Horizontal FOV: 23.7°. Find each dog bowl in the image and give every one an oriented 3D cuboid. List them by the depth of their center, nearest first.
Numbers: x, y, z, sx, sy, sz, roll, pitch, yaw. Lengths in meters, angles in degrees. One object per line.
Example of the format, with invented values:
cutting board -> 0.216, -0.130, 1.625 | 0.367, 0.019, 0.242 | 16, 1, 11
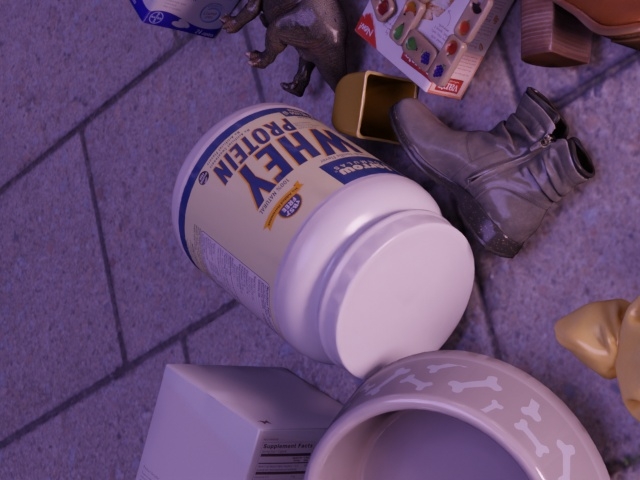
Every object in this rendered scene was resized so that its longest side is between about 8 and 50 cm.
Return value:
dog bowl -> 0.133, 0.297, 1.617 | 0.348, 0.102, 0.349 | 7, 104, 28

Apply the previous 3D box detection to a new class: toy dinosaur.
toy dinosaur -> -0.029, -0.285, 1.935 | 0.160, 0.121, 0.314 | -47, 51, 40

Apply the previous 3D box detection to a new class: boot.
boot -> 0.326, -0.301, 1.588 | 0.283, 0.109, 0.220 | -1, 81, 54
boot -> 0.196, -0.113, 1.717 | 0.161, 0.083, 0.246 | -50, 59, 23

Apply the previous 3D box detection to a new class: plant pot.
plant pot -> 0.058, -0.162, 1.860 | 0.083, 0.081, 0.081 | 11, 94, 55

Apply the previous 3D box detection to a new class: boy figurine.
boy figurine -> 0.355, 0.123, 1.500 | 0.285, 0.092, 0.177 | 10, 107, 49

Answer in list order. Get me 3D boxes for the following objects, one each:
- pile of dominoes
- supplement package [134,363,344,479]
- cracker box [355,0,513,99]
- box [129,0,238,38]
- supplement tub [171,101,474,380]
pile of dominoes -> 0.134, -0.329, 1.723 | 0.196, 0.040, 0.251 | 49, 119, 40
supplement package -> -0.093, 0.310, 1.874 | 0.199, 0.198, 0.263 | 27, 106, 45
cracker box -> 0.151, -0.304, 1.782 | 0.156, 0.067, 0.232 | 46, 118, 40
box -> -0.174, -0.359, 2.089 | 0.137, 0.126, 0.072 | -53, 50, 29
supplement tub -> 0.000, 0.000, 1.786 | 0.325, 0.235, 0.235 | 36, 111, 42
